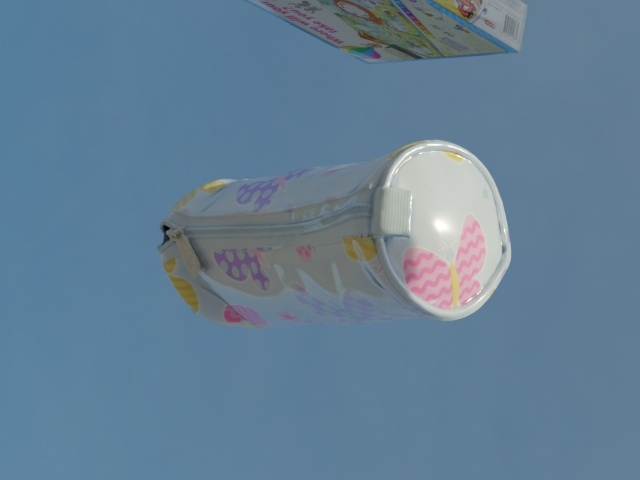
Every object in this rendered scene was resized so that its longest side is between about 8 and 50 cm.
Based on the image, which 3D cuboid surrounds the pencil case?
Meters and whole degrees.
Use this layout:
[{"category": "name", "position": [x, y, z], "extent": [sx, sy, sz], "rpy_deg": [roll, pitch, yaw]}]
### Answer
[{"category": "pencil case", "position": [0.000, 0.000, 0.831], "extent": [0.273, 0.124, 0.113], "rpy_deg": [-5, -121, 52]}]

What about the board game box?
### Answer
[{"category": "board game box", "position": [0.013, -0.125, 0.581], "extent": [0.103, 0.154, 0.026], "rpy_deg": [3, -101, 44]}]
